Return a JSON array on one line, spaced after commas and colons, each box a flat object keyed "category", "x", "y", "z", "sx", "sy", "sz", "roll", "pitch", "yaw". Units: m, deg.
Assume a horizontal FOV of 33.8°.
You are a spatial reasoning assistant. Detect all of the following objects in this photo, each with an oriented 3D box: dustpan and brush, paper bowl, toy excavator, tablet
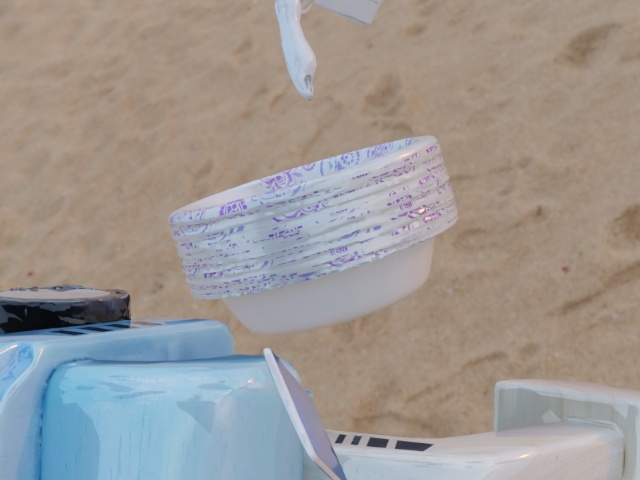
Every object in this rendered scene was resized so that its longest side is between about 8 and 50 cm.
[{"category": "dustpan and brush", "x": -0.024, "y": -0.199, "z": 0.771, "sx": 0.060, "sy": 0.147, "sz": 0.211, "roll": -32, "pitch": 63, "yaw": 20}, {"category": "paper bowl", "x": 0.000, "y": 0.000, "z": 1.067, "sx": 0.284, "sy": 0.148, "sz": 0.284, "roll": -15, "pitch": 6, "yaw": 2}, {"category": "toy excavator", "x": -0.034, "y": 0.150, "z": 0.675, "sx": 0.445, "sy": 0.222, "sz": 0.433, "roll": 3, "pitch": 1, "yaw": 25}, {"category": "tablet", "x": -0.005, "y": 0.083, "z": 0.475, "sx": 0.006, "sy": 0.083, "sz": 0.054, "roll": -27, "pitch": 63, "yaw": 1}]

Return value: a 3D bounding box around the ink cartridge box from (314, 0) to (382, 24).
[{"category": "ink cartridge box", "x": 0.030, "y": -0.338, "z": 1.038, "sx": 0.148, "sy": 0.086, "sz": 0.203, "roll": 50, "pitch": 119, "yaw": 46}]
